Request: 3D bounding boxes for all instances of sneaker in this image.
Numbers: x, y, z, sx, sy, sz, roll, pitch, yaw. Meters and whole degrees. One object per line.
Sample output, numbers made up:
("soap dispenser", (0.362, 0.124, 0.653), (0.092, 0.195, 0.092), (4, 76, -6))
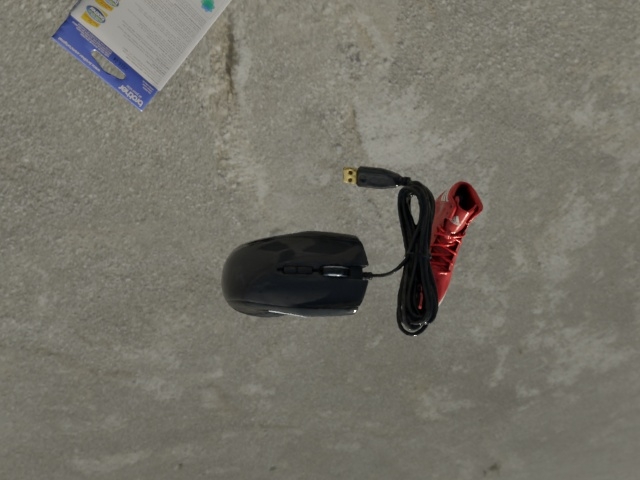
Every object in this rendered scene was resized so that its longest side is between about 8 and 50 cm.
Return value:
("sneaker", (0.190, 0.002, 0.783), (0.087, 0.221, 0.128), (15, 161, 2))

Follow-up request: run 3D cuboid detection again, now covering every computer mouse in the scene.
("computer mouse", (0.000, 0.000, 0.546), (0.262, 0.184, 0.060), (3, 170, 21))

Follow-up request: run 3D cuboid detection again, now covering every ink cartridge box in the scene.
("ink cartridge box", (-0.308, -0.411, 0.888), (0.186, 0.065, 0.311), (40, 76, -34))
